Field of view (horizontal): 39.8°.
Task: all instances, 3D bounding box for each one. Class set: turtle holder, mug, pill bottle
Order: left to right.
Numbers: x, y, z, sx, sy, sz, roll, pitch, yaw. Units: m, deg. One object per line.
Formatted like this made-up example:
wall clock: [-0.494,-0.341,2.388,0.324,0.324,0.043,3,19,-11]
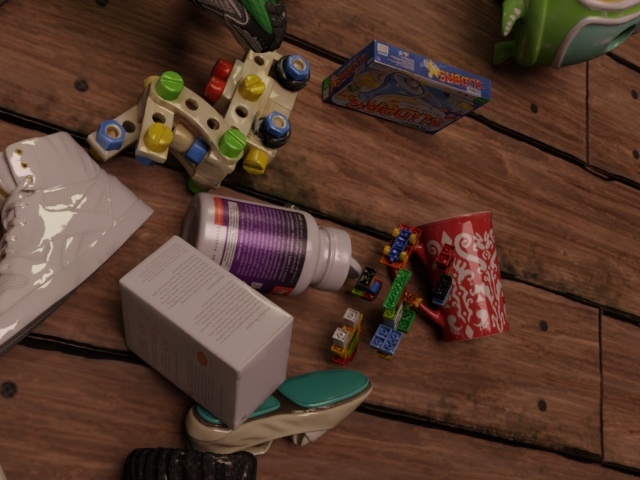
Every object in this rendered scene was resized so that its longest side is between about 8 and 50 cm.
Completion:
pill bottle: [-0.066,0.010,1.074,0.194,0.108,0.108,10,70,-20]
mug: [0.187,0.057,1.254,0.113,0.150,0.169,1,76,-70]
turtle holder: [0.392,-0.413,1.368,0.228,0.320,0.243,3,50,6]

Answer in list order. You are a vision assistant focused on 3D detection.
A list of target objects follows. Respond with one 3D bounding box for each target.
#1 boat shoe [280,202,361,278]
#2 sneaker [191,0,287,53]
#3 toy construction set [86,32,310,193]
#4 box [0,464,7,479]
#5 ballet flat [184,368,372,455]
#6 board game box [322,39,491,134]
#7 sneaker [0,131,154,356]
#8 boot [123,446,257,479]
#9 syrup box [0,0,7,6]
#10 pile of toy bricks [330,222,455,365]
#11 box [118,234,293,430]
boat shoe: [0.000,0.000,1.170,0.142,0.049,0.040,34,60,-17]
sneaker: [-0.180,-0.326,0.993,0.343,0.146,0.134,40,16,-4]
toy construction set: [-0.128,-0.199,1.100,0.215,0.151,0.327,27,69,-16]
box: [-0.365,0.259,0.814,0.148,0.121,0.311,-20,86,-35]
ballet flat: [-0.049,0.214,1.063,0.248,0.086,0.086,-5,78,-31]
board game box: [0.122,-0.214,1.259,0.201,0.136,0.035,12,69,-28]
sneaker: [-0.319,-0.003,0.927,0.169,0.108,0.292,46,39,-9]
boot: [-0.077,0.337,0.859,0.131,0.348,0.260,43,53,-55]
syrup box: [-0.384,-0.322,0.999,0.096,0.093,0.237,46,57,-12]
pile of toy bricks: [0.103,0.091,1.171,0.118,0.105,0.212,20,59,19]
box: [-0.126,0.101,0.968,0.170,0.130,0.091,33,53,19]
